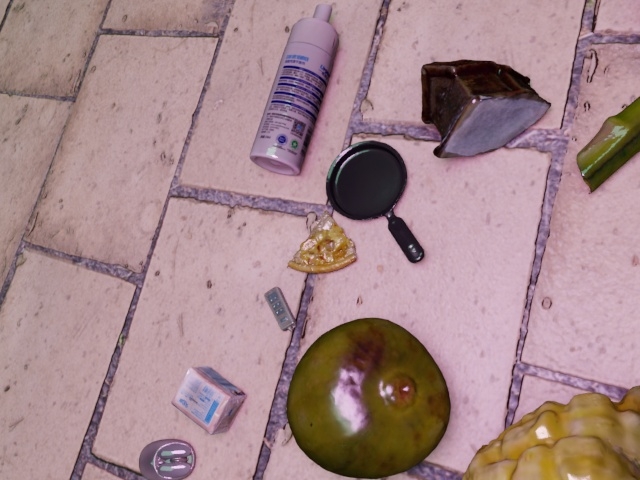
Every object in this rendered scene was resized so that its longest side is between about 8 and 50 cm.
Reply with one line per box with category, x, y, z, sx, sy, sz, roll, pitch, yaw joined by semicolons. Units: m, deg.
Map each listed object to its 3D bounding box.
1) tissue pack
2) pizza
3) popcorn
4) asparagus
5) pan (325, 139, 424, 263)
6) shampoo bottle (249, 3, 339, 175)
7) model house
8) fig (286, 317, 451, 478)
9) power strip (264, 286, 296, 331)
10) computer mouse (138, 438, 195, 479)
tissue pack;-0.176;0.251;0.908;0.094;0.059;0.074;28;89;27
pizza;0.000;0.000;0.928;0.123;0.026;0.108;-8;70;21
popcorn;0.289;0.293;0.604;0.293;0.293;0.237;54;139;26
asparagus;0.452;-0.176;0.775;0.278;0.060;0.067;-40;83;7
pan;0.096;-0.056;0.903;0.136;0.028;0.235;-35;62;10
shampoo bottle;-0.036;-0.267;0.985;0.092;0.092;0.303;11;79;25
model house;0.233;-0.218;0.866;0.166;0.106;0.152;-9;54;-17
fig;0.051;0.215;0.772;0.225;0.203;0.202;-45;53;53
power strip;-0.064;0.112;0.927;0.027;0.017;0.083;-35;63;11
computer mouse;-0.249;0.352;0.920;0.096;0.039;0.065;-9;72;20
